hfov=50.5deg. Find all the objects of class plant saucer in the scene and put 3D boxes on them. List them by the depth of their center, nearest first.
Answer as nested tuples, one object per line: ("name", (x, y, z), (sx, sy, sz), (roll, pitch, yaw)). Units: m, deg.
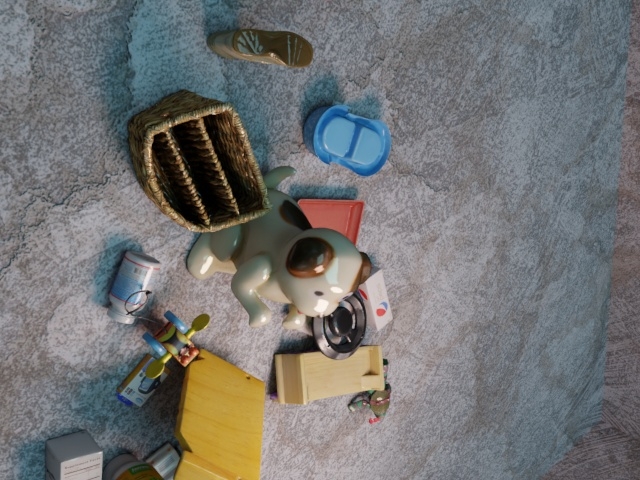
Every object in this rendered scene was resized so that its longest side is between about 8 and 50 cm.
("plant saucer", (0.000, 0.000, 1.975), (0.258, 0.047, 0.259), (-2, 110, -41))

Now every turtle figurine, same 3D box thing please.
("turtle figurine", (0.189, 0.528, 2.325), (0.175, 0.118, 0.234), (-19, 114, -34))

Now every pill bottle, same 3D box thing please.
("pill bottle", (-0.446, 0.111, 1.605), (0.087, 0.087, 0.160), (20, 95, -44))
("pill bottle", (-0.455, 0.648, 1.715), (0.136, 0.245, 0.136), (-18, 119, -36))

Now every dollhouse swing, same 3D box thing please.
("dollhouse swing", (-0.311, 0.544, 1.779), (0.315, 0.347, 0.305), (35, 120, -25))

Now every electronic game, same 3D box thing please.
("electronic game", (0.059, 0.244, 2.039), (0.229, 0.048, 0.229), (3, 85, -44))

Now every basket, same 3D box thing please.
("basket", (-0.284, -0.161, 1.538), (0.213, 0.223, 0.299), (-36, 129, -25))

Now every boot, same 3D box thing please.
("boot", (-0.140, -0.449, 1.578), (0.213, 0.165, 0.077), (-1, 102, -34))

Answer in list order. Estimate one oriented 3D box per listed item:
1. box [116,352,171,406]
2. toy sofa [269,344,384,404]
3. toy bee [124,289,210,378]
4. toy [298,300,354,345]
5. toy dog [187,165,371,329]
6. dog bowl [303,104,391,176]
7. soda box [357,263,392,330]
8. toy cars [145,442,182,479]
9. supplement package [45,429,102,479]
("box", (-0.458, 0.366, 1.745), (0.136, 0.028, 0.081), (-52, 133, -14))
("toy sofa", (0.017, 0.412, 2.119), (0.362, 0.177, 0.150), (1, 82, -41))
("toy bee", (-0.358, 0.254, 1.632), (0.195, 0.162, 0.298), (-54, 155, 4))
("toy", (-0.002, 0.223, 2.060), (0.237, 0.056, 0.137), (30, 87, -47))
("toy dog", (-0.064, 0.041, 1.685), (0.284, 0.408, 0.395), (31, 87, -45))
("dog bowl", (0.073, -0.282, 1.900), (0.297, 0.074, 0.166), (13, 99, -43))
("soda box", (0.169, 0.182, 2.185), (0.074, 0.069, 0.216), (-34, 128, -26))
("toy cars", (-0.432, 0.756, 1.892), (0.176, 0.087, 0.394), (9, 102, -43))
("supplement package", (-0.602, 0.575, 1.654), (0.105, 0.105, 0.179), (-7, 112, -39))
